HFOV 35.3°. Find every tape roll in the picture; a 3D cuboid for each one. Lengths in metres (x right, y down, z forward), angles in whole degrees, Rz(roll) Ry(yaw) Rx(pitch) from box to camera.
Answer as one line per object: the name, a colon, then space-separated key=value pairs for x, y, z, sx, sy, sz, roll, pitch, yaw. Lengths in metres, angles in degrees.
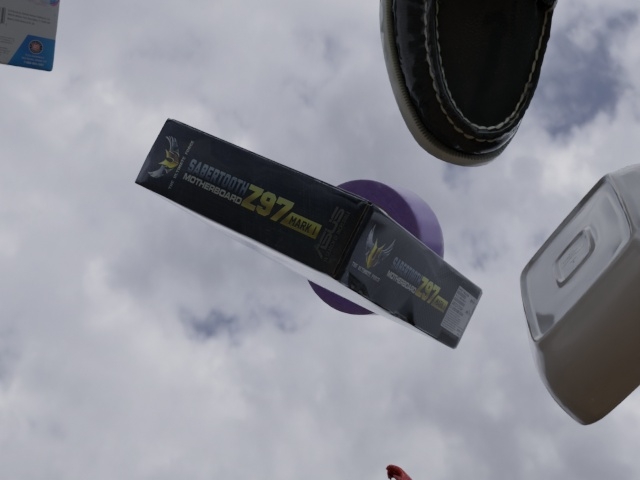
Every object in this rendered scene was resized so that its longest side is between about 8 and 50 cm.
tape roll: x=0.072 y=0.012 z=1.409 sx=0.189 sy=0.189 sz=0.080 roll=-37 pitch=-21 yaw=24

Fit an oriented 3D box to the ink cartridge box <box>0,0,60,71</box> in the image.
ink cartridge box: x=-0.260 y=-0.205 z=0.812 sx=0.052 sy=0.088 sz=0.122 roll=14 pitch=-82 yaw=36

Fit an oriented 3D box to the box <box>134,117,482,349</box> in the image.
box: x=0.000 y=0.000 z=0.753 sx=0.233 sy=0.183 sz=0.059 roll=34 pitch=-99 yaw=-57

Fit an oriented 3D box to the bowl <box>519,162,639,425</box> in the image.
bowl: x=0.170 y=0.021 z=0.596 sx=0.053 sy=0.142 sz=0.142 roll=32 pitch=-64 yaw=-11

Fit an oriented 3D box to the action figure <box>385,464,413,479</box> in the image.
action figure: x=0.058 y=0.285 z=1.022 sx=0.139 sy=0.091 sz=0.280 roll=55 pitch=-26 yaw=-10

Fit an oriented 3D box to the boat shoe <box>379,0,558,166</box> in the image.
boat shoe: x=0.106 y=-0.200 z=0.630 sx=0.114 sy=0.302 sz=0.091 roll=5 pitch=-12 yaw=-18
